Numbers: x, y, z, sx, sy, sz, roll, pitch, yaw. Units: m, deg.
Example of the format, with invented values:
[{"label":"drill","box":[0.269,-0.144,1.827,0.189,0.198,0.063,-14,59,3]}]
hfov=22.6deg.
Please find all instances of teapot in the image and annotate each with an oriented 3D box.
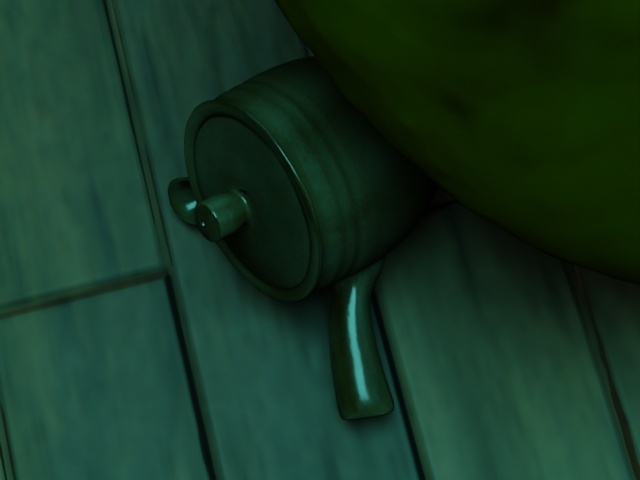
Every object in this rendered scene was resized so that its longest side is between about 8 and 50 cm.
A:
[{"label":"teapot","box":[0.000,0.000,0.497,0.080,0.085,0.110,-28,100,-29]}]

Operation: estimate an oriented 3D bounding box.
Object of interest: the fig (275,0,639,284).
[{"label":"fig","box":[0.122,-0.171,0.413,0.343,0.343,0.343,-1,71,3]}]
